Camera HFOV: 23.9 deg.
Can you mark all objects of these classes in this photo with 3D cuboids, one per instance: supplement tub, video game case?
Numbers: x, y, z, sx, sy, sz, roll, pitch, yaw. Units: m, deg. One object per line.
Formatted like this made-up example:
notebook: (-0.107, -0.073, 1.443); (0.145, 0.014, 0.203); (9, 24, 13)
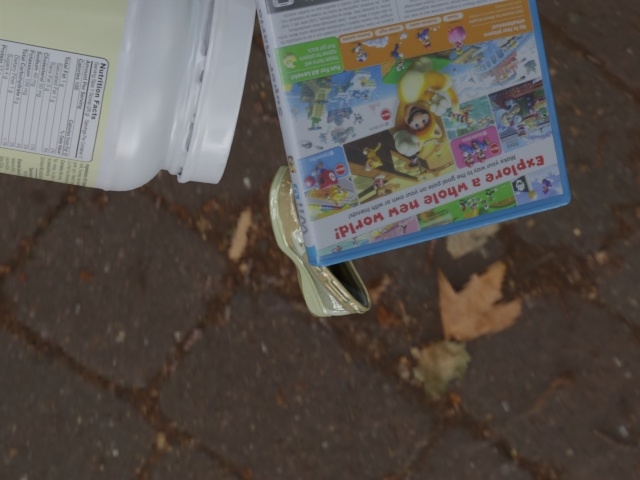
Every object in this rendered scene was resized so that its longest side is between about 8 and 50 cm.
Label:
supplement tub: (-0.224, -0.167, 1.174); (0.324, 0.235, 0.235); (9, 113, -9)
video game case: (0.035, -0.083, 0.620); (0.119, 0.015, 0.166); (-14, 97, -19)

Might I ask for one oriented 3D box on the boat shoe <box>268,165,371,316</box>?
boat shoe: (0.000, 0.002, 1.222); (0.048, 0.056, 0.153); (-2, 129, 23)
